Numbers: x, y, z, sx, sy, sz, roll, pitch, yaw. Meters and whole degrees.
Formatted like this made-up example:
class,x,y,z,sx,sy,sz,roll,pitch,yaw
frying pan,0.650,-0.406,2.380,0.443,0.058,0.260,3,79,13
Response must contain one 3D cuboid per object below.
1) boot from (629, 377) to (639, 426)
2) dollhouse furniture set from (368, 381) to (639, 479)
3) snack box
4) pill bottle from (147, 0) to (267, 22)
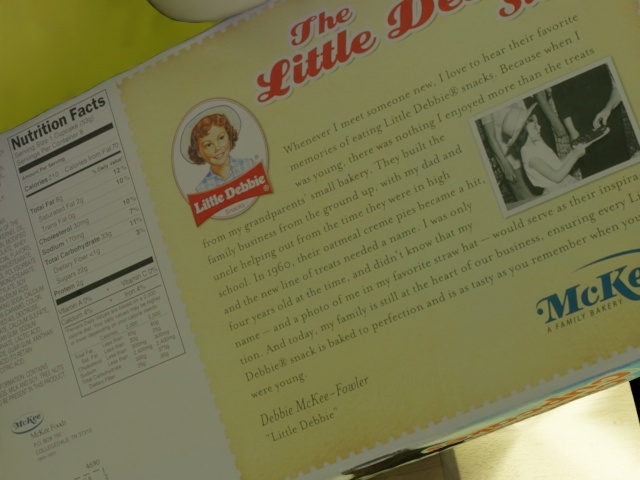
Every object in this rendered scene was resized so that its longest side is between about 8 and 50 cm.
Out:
class,x,y,z,sx,sy,sz,roll,pitch,yaw
boot,0.179,0.028,0.797,0.348,0.131,0.260,-24,116,-23
dollhouse furniture set,0.041,0.063,0.746,0.123,0.151,0.144,-1,74,-42
snack box,0.000,0.000,0.642,0.322,0.060,0.187,-23,76,21
pill bottle,-0.088,-0.277,0.598,0.204,0.204,0.361,-42,112,-6
